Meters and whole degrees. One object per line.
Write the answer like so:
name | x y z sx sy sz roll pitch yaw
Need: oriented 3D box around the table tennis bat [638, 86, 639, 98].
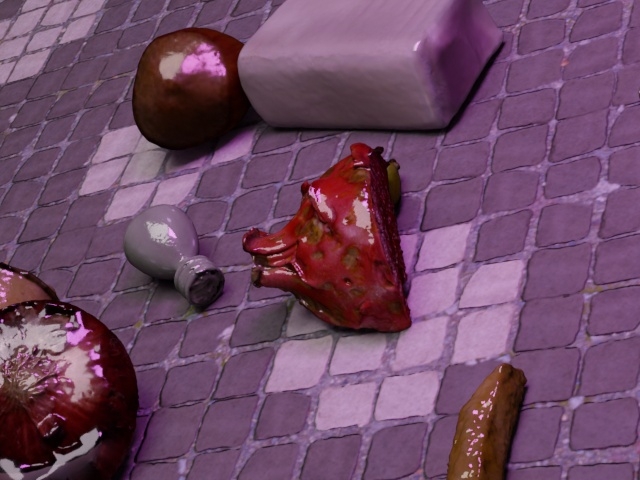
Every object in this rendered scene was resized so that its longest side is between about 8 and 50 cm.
table tennis bat | 0.518 -0.196 1.959 0.247 0.022 0.138 -2 44 33

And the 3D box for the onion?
onion | -0.353 0.221 2.008 0.272 0.195 0.272 -2 72 7

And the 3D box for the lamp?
lamp | -0.204 0.022 2.187 0.106 0.106 0.193 -38 45 -8

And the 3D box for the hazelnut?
hazelnut | -0.201 -0.245 2.435 0.210 0.186 0.210 -26 46 31

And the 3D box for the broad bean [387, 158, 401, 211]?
broad bean | 0.060 -0.032 2.082 0.070 0.048 0.213 8 56 27

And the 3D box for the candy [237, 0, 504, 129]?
candy | 0.069 -0.277 2.294 0.359 0.145 0.208 5 49 40

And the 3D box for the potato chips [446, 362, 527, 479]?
potato chips | 0.169 0.283 1.601 0.080 0.057 0.407 -21 36 22

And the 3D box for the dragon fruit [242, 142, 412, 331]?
dragon fruit | 0.000 0.000 1.968 0.212 0.134 0.262 -23 51 15

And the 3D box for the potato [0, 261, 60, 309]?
potato | -0.513 0.152 2.169 0.286 0.242 0.242 4 45 15
